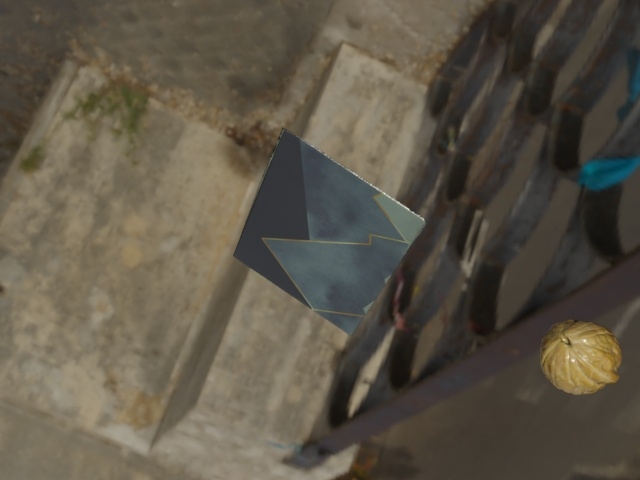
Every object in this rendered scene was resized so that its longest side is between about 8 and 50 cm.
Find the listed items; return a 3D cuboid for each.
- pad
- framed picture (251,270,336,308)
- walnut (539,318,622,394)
[{"bbox_3d":[0.000,0.000,1.155,0.164,0.004,0.243,33,144,5],"label":"pad"},{"bbox_3d":[-0.024,0.005,1.278,0.011,0.109,0.149,0,-167,-41],"label":"framed picture"},{"bbox_3d":[0.340,0.151,1.476,0.105,0.105,0.124,3,165,34],"label":"walnut"}]
